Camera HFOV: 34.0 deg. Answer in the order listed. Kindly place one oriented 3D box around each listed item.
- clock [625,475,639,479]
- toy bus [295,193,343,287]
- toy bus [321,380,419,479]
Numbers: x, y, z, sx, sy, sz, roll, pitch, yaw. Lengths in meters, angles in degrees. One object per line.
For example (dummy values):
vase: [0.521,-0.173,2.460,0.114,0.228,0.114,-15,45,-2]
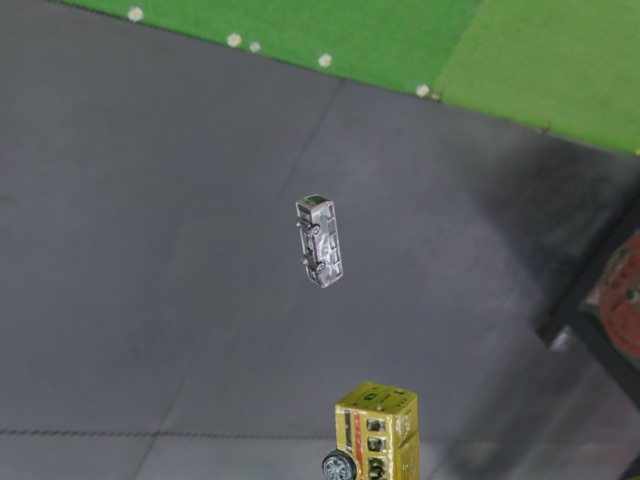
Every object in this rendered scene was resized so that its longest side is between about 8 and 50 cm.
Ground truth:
clock: [0.575,0.526,1.681,0.318,0.318,0.080,-14,145,-20]
toy bus: [0.000,0.000,1.410,0.052,0.037,0.131,-29,128,-29]
toy bus: [0.083,0.387,1.557,0.121,0.123,0.336,-25,115,-62]
